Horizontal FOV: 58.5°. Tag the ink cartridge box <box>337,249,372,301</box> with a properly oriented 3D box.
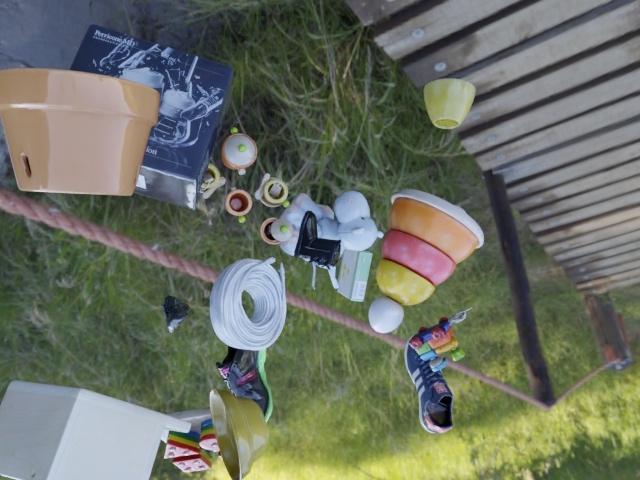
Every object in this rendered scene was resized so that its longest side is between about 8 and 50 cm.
[{"bbox_3d":[0.096,0.101,2.005,0.056,0.171,0.235,7,-173,-24],"label":"ink cartridge box"}]

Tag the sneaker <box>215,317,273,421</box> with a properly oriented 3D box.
[{"bbox_3d":[-0.314,0.545,2.248,0.202,0.482,0.185,7,151,-33],"label":"sneaker"}]

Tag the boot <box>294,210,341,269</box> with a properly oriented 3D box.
[{"bbox_3d":[0.000,0.000,1.282,0.099,0.121,0.045,13,177,22],"label":"boot"}]

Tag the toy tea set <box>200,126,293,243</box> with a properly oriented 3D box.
[{"bbox_3d":[-0.187,-0.140,1.562,0.336,0.200,0.124,42,164,-12],"label":"toy tea set"}]

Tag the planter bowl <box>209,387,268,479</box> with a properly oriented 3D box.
[{"bbox_3d":[-0.176,0.427,1.292,0.090,0.217,0.217,-12,154,-24],"label":"planter bowl"}]

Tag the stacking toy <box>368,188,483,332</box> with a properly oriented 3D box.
[{"bbox_3d":[0.302,0.095,1.952,0.351,0.479,0.350,30,171,5],"label":"stacking toy"}]

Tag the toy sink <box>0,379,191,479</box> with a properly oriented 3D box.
[{"bbox_3d":[-0.330,0.300,0.829,0.153,0.131,0.234,-2,152,29],"label":"toy sink"}]

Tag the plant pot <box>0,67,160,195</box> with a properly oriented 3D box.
[{"bbox_3d":[-0.454,-0.189,1.076,0.291,0.203,0.291,2,-176,0],"label":"plant pot"}]

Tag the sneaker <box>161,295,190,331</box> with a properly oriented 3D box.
[{"bbox_3d":[-0.581,0.283,2.238,0.106,0.101,0.267,46,175,-11],"label":"sneaker"}]

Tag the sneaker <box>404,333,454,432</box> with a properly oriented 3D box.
[{"bbox_3d":[0.395,0.497,2.000,0.131,0.349,0.148,-12,171,-14],"label":"sneaker"}]

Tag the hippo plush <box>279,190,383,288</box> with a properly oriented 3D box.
[{"bbox_3d":[0.034,-0.024,1.661,0.237,0.294,0.234,-20,166,38],"label":"hippo plush"}]

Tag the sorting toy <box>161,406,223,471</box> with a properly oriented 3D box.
[{"bbox_3d":[-0.349,0.597,1.693,0.257,0.089,0.255,-11,138,9],"label":"sorting toy"}]

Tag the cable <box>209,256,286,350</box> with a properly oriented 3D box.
[{"bbox_3d":[-0.200,0.178,1.603,0.089,0.256,0.257,-9,176,37],"label":"cable"}]

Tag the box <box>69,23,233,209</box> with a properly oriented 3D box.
[{"bbox_3d":[-0.414,-0.285,1.340,0.344,0.312,0.179,15,158,-7],"label":"box"}]

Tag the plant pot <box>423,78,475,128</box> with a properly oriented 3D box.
[{"bbox_3d":[0.331,-0.348,1.490,0.134,0.095,0.134,8,169,1],"label":"plant pot"}]

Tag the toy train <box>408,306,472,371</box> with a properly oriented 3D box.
[{"bbox_3d":[0.425,0.327,1.865,0.248,0.143,0.105,-33,180,33],"label":"toy train"}]
